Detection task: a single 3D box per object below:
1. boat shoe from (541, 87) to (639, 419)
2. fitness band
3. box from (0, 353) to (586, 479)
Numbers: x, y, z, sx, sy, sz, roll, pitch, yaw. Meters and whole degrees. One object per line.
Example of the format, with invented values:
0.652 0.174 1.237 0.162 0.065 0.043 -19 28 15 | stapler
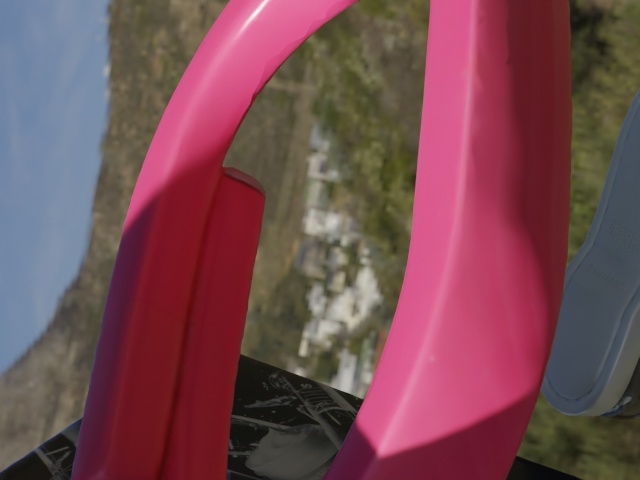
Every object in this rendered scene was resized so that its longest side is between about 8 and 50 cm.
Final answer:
0.244 -0.018 0.990 0.109 0.091 0.305 47 119 54 | boat shoe
0.000 0.000 0.516 0.209 0.054 0.291 -32 40 43 | fitness band
-0.041 0.239 0.878 0.343 0.312 0.179 -33 -46 -55 | box
